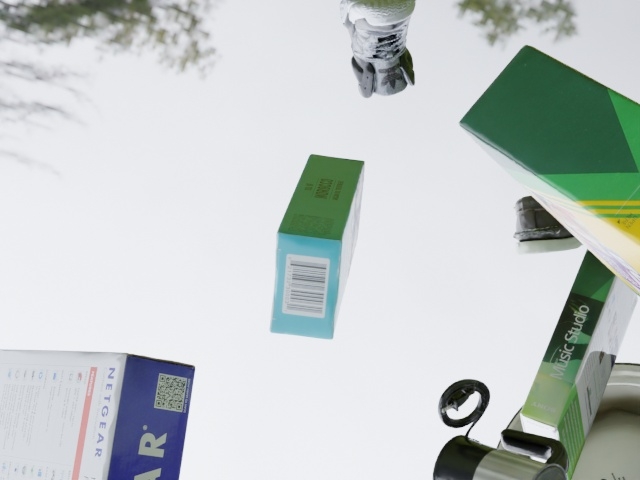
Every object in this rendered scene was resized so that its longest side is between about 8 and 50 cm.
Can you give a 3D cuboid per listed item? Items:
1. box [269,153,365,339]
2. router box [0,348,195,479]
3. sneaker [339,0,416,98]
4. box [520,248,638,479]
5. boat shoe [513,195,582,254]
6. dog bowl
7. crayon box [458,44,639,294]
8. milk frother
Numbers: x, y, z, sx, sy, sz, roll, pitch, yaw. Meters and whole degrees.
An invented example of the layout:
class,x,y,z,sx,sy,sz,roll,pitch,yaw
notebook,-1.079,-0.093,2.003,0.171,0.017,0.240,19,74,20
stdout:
class,x,y,z,sx,sy,sz,roll,pitch,yaw
box,0.000,0.000,1.220,0.060,0.100,0.244,7,-159,5
router box,-0.265,0.278,1.244,0.082,0.335,0.301,16,167,-40
sneaker,0.096,-0.283,1.822,0.101,0.153,0.268,-15,-168,-3
box,0.370,0.158,1.780,0.058,0.322,0.232,15,154,23
boat shoe,0.303,-0.026,1.510,0.081,0.069,0.227,-7,-179,37
dog bowl,0.487,0.410,2.029,0.408,0.408,0.150,37,176,31
crayon box,0.331,0.013,1.106,0.363,0.106,0.313,37,-174,-38
milk frother,0.202,0.243,1.437,0.134,0.129,0.143,10,146,43
